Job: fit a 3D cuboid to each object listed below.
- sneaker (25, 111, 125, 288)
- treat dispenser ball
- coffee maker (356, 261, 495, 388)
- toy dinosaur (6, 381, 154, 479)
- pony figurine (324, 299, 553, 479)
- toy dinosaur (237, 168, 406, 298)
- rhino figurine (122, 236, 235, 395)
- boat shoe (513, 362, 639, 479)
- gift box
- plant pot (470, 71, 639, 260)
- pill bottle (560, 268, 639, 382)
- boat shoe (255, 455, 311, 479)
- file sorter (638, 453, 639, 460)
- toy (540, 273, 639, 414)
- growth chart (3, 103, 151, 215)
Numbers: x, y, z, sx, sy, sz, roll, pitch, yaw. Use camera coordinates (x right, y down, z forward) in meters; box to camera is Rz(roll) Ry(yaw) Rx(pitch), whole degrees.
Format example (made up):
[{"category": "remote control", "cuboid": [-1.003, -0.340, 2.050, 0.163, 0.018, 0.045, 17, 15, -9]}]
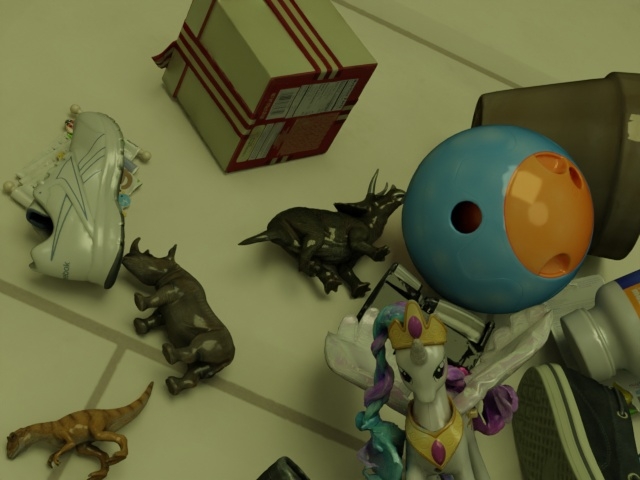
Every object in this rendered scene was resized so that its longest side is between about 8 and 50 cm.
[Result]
[{"category": "sneaker", "cuboid": [-0.337, -0.070, 1.412, 0.129, 0.111, 0.297, 5, 49, -17]}, {"category": "treat dispenser ball", "cuboid": [0.268, -0.032, 1.552, 0.288, 0.288, 0.288, 14, 45, -15]}, {"category": "coffee maker", "cuboid": [0.137, 0.140, 1.472, 0.178, 0.120, 0.171, 31, 44, 3]}, {"category": "toy dinosaur", "cuboid": [-0.266, 0.225, 1.230, 0.211, 0.064, 0.112, -12, 55, -35]}, {"category": "pony figurine", "cuboid": [0.152, 0.215, 1.257, 0.302, 0.364, 0.351, -9, 9, 11]}, {"category": "toy dinosaur", "cuboid": [0.000, 0.000, 1.560, 0.313, 0.121, 0.160, -10, 43, -27]}, {"category": "rhino figurine", "cuboid": [-0.199, 0.089, 1.383, 0.106, 0.073, 0.243, -14, 57, -31]}, {"category": "boat shoe", "cuboid": [0.381, 0.374, 1.339, 0.156, 0.187, 0.500, 8, 42, -12]}, {"category": "gift box", "cuboid": [-0.105, -0.292, 1.653, 0.276, 0.255, 0.258, -10, 57, -41]}, {"category": "plant pot", "cuboid": [0.402, -0.145, 1.766, 0.280, 0.323, 0.323, 8, 45, 1]}, {"category": "pill bottle", "cuboid": [0.505, 0.112, 1.522, 0.272, 0.152, 0.152, -24, 56, 3]}, {"category": "boat shoe", "cuboid": [0.041, 0.376, 1.177, 0.306, 0.105, 0.113, 44, 4, 9]}, {"category": "file sorter", "cuboid": [0.528, 0.367, 1.473, 0.118, 0.104, 0.170, -16, 59, -37]}, {"category": "toy", "cuboid": [0.431, 0.177, 1.629, 0.136, 0.056, 0.237, -9, 61, -23]}, {"category": "growth chart", "cuboid": [-0.351, -0.096, 1.515, 0.172, 0.021, 0.237, 29, 44, -1]}]
